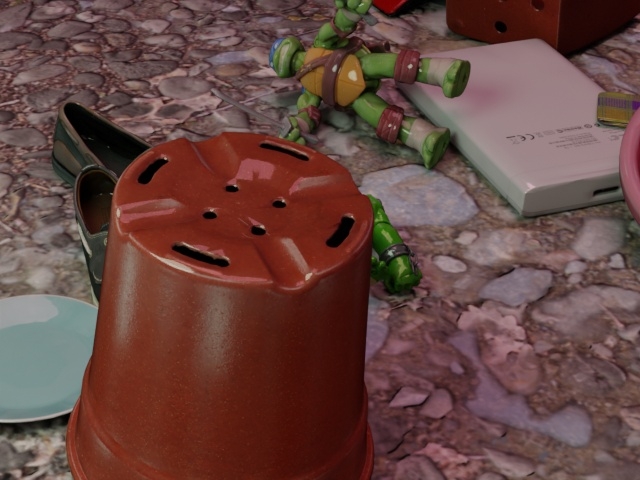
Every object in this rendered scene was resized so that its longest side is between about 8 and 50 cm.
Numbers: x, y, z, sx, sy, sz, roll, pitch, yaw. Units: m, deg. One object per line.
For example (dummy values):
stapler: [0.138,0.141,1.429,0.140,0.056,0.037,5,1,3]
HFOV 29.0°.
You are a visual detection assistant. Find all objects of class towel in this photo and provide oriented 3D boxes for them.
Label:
towel: [0.378,-0.164,1.561,0.060,0.009,0.083,7,34,7]

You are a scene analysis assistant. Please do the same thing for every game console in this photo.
game console: [0.132,-0.393,1.958,0.124,0.085,0.144,-40,44,-4]

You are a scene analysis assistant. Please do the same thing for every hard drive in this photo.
hard drive: [0.273,-0.155,1.589,0.233,0.047,0.353,-11,37,-19]

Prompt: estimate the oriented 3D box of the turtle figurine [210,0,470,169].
turtle figurine: [0.028,-0.196,1.508,0.266,0.274,0.197,21,72,18]

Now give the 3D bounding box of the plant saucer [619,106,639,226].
plant saucer: [0.501,-0.065,1.377,0.332,0.084,0.332,-5,49,6]

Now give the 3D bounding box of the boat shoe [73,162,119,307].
boat shoe: [-0.203,0.015,1.267,0.084,0.079,0.233,-17,49,-14]

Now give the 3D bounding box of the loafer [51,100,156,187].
loafer: [-0.215,-0.079,1.408,0.267,0.084,0.096,27,42,31]

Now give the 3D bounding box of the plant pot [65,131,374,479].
plant pot: [-0.072,0.073,1.017,0.272,0.265,0.272,5,37,-4]

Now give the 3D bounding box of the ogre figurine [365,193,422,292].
ogre figurine: [0.000,0.000,1.309,0.197,0.097,0.118,-11,52,6]

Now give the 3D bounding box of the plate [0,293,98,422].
plate: [-0.277,0.115,1.174,0.188,0.024,0.188,2,35,-1]

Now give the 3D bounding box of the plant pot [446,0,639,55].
plant pot: [0.315,-0.418,1.812,0.267,0.267,0.236,22,50,26]
